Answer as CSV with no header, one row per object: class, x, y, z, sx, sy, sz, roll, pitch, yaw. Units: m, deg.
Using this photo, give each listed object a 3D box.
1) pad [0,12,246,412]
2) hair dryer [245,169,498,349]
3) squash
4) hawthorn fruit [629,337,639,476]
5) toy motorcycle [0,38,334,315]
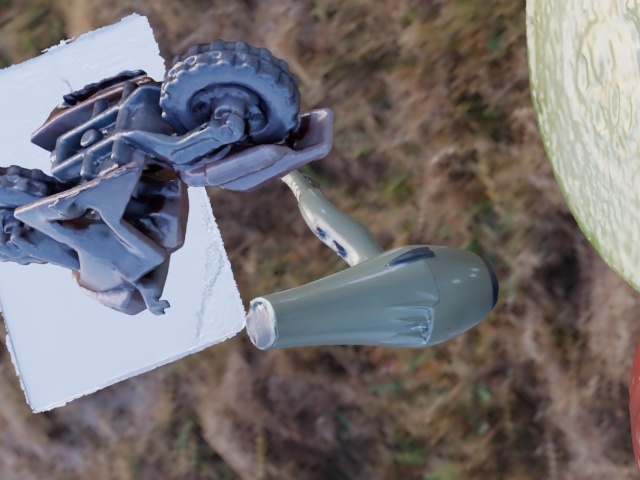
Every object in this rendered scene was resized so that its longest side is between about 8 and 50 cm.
pad,-0.149,-0.021,1.191,0.004,0.156,0.232,40,-150,-71
hair dryer,-0.008,0.008,1.143,0.199,0.167,0.067,35,124,31
squash,0.186,-0.106,0.925,0.204,0.155,0.237,-149,54,-67
hawthorn fruit,0.347,0.119,1.387,0.265,0.265,0.307,3,162,43
toy motorcycle,-0.080,-0.028,0.922,0.212,0.084,0.118,-26,131,34
